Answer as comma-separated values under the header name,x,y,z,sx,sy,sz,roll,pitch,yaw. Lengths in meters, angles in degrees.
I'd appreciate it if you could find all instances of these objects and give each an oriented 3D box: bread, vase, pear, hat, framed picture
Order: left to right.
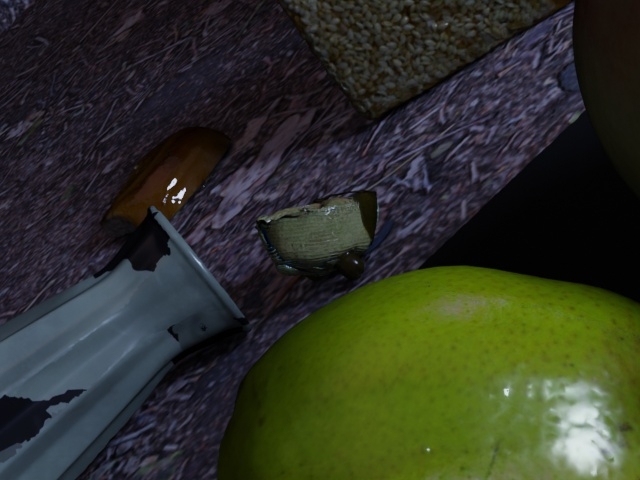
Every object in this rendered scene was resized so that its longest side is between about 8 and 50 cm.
name,x,y,z,sx,sy,sz,roll,pitch,yaw
vase,-0.221,0.131,1.119,0.360,0.165,0.165,-39,21,-5
bread,-0.153,-0.057,1.496,0.126,0.044,0.129,-15,36,50
hat,0.000,0.000,1.111,0.077,0.059,0.076,-6,6,41
bread,0.082,-0.226,1.237,0.234,0.184,0.110,-29,28,24
pear,0.068,0.098,0.668,0.219,0.187,0.187,-9,33,18
framed picture,0.152,0.005,0.910,0.338,0.014,0.255,-44,22,-5

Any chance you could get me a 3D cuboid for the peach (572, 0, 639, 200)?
name,x,y,z,sx,sy,sz,roll,pitch,yaw
peach,0.242,-0.107,0.649,0.292,0.247,0.292,-29,2,1
